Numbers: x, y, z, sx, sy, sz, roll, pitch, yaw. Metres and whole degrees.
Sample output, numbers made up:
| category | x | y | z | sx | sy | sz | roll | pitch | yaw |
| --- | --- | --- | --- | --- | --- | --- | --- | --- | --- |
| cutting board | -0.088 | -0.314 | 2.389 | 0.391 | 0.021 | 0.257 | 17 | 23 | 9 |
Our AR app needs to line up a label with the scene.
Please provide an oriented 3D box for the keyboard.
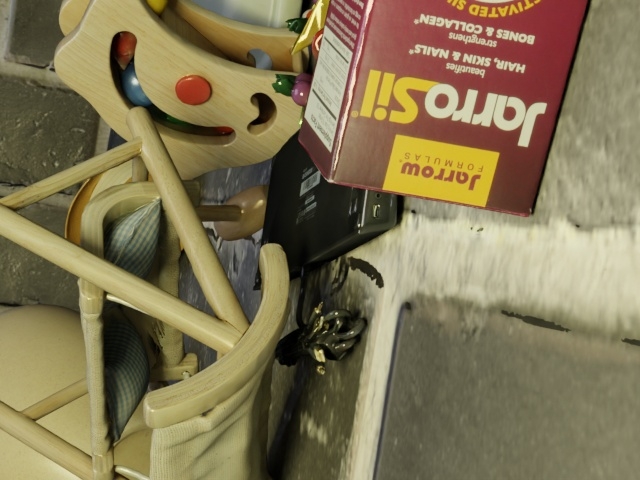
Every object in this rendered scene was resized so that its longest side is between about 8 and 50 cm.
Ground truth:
| category | x | y | z | sx | sy | sz | roll | pitch | yaw |
| --- | --- | --- | --- | --- | --- | --- | --- | --- | --- |
| keyboard | 0.000 | 0.000 | 1.049 | 0.317 | 0.033 | 0.202 | 149 | 130 | -74 |

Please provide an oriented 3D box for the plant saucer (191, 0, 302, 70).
| category | x | y | z | sx | sy | sz | roll | pitch | yaw |
| --- | --- | --- | --- | --- | --- | --- | --- | --- | --- |
| plant saucer | -0.109 | -0.347 | 1.357 | 0.400 | 0.100 | 0.400 | 171 | 90 | -76 |

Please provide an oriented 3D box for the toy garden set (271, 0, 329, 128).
| category | x | y | z | sx | sy | sz | roll | pitch | yaw |
| --- | --- | --- | --- | --- | --- | --- | --- | --- | --- |
| toy garden set | 0.024 | -0.202 | 0.951 | 0.204 | 0.049 | 0.244 | -84 | 14 | -73 |

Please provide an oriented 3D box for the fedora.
| category | x | y | z | sx | sy | sz | roll | pitch | yaw |
| --- | --- | --- | --- | --- | --- | --- | --- | --- | --- |
| fedora | -0.204 | -0.025 | 1.732 | 0.079 | 0.194 | 0.194 | 39 | 127 | 32 |

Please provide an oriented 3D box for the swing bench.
| category | x | y | z | sx | sy | sz | roll | pitch | yaw |
| --- | --- | --- | --- | --- | --- | --- | --- | --- | --- |
| swing bench | -0.122 | 0.092 | 1.063 | 0.254 | 0.165 | 0.253 | 42 | 144 | 30 |

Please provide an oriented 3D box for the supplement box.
| category | x | y | z | sx | sy | sz | roll | pitch | yaw |
| --- | --- | --- | --- | --- | --- | --- | --- | --- | --- |
| supplement box | 0.064 | -0.116 | 0.696 | 0.081 | 0.104 | 0.188 | -120 | 40 | -69 |

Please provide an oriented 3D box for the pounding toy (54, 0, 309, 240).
| category | x | y | z | sx | sy | sz | roll | pitch | yaw |
| --- | --- | --- | --- | --- | --- | --- | --- | --- | --- |
| pounding toy | -0.091 | -0.109 | 1.192 | 0.154 | 0.269 | 0.155 | -30 | 38 | 20 |

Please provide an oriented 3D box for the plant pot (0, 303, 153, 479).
| category | x | y | z | sx | sy | sz | roll | pitch | yaw |
| --- | --- | --- | --- | --- | --- | --- | --- | --- | --- |
| plant pot | -0.243 | 0.220 | 1.498 | 0.191 | 0.284 | 0.284 | 12 | 94 | 42 |
